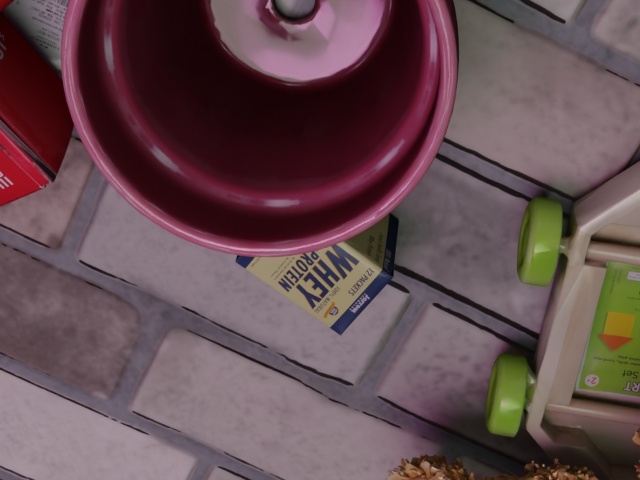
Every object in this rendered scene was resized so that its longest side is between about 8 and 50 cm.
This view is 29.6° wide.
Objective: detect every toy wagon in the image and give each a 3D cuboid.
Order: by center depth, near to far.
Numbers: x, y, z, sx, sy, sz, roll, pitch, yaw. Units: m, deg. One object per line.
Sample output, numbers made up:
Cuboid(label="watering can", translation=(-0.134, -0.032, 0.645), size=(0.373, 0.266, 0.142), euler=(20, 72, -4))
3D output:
Cuboid(label="toy wagon", translation=(0.248, 0.104, 0.810), size=(0.267, 0.068, 0.345), euler=(9, 117, 3))

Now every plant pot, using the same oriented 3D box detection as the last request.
Cuboid(label="plant pot", translation=(-0.022, -0.118, 0.672), size=(0.201, 0.180, 0.201), euler=(3, 116, 6))

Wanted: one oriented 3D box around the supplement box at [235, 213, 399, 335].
Cuboid(label="supplement box", translation=(0.000, 0.000, 0.779), size=(0.083, 0.083, 0.056), euler=(35, 115, -12))

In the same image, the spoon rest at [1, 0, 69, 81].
Cuboid(label="spoon rest", translation=(-0.213, -0.179, 0.734), size=(0.276, 0.084, 0.137), euler=(26, 118, -21))

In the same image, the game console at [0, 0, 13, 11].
Cuboid(label="game console", translation=(-0.202, -0.293, 0.561), size=(0.386, 0.060, 0.342), euler=(-46, 103, -19))

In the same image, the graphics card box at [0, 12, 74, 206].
Cuboid(label="graphics card box", translation=(-0.360, -0.074, 0.723), size=(0.370, 0.094, 0.233), euler=(-21, 129, 25))

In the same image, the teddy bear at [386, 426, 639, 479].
Cuboid(label="teddy bear", translation=(0.200, 0.215, 0.787), size=(0.337, 0.113, 0.245), euler=(-12, 108, 21))
